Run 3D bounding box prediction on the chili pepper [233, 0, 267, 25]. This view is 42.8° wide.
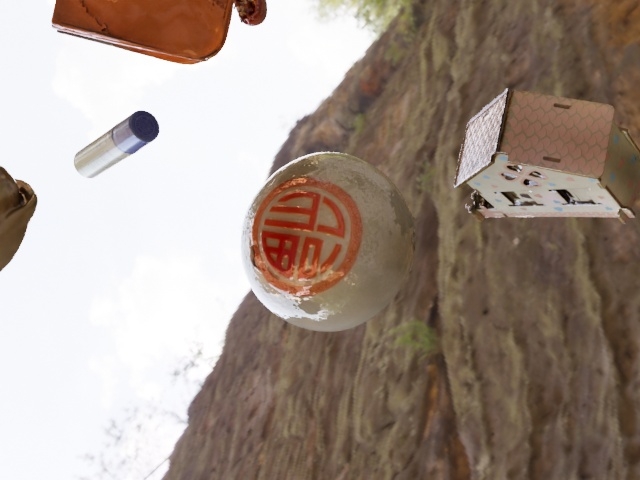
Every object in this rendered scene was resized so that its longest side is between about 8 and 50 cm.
[{"bbox_3d":[-0.141,-0.475,1.662,0.073,0.070,0.123,44,-171,-7],"label":"chili pepper"}]

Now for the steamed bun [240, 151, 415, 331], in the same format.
[{"bbox_3d":[0.000,0.000,1.265,0.283,0.283,0.177,54,-166,16],"label":"steamed bun"}]

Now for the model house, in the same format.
[{"bbox_3d":[0.351,-0.147,1.361,0.244,0.326,0.169,29,-109,-42],"label":"model house"}]

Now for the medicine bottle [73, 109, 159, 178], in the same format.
[{"bbox_3d":[-0.360,-0.165,1.429,0.059,0.231,0.059,12,-110,-37],"label":"medicine bottle"}]

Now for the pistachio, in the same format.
[{"bbox_3d":[-0.487,0.001,1.040,0.162,0.293,0.181,31,-145,-36],"label":"pistachio"}]

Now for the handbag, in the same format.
[{"bbox_3d":[-0.269,-0.515,1.352,0.304,0.409,0.116,12,-172,-13],"label":"handbag"}]
